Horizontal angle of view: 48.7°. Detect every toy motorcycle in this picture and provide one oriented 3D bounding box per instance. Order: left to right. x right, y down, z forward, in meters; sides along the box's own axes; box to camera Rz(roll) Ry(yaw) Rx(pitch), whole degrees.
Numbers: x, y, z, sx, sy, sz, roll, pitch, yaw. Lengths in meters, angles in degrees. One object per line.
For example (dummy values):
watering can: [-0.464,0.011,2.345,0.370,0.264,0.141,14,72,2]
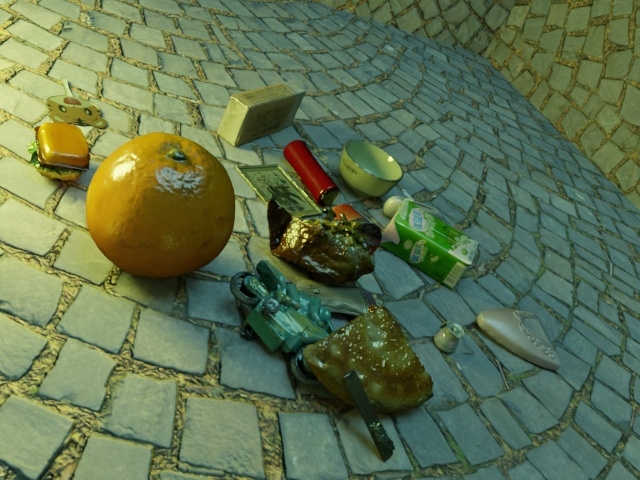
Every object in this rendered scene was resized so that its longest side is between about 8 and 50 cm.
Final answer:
toy motorcycle: [-0.061,0.164,1.527,0.296,0.109,0.198,47,39,10]

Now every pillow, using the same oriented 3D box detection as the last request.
pillow: [0.040,0.140,1.712,0.232,0.038,0.131,13,30,-22]

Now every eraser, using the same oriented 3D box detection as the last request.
eraser: [-0.176,-0.401,2.197,0.078,0.144,0.343,36,32,13]
eraser: [0.538,0.243,1.943,0.243,0.059,0.204,20,33,-23]

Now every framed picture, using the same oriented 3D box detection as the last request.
framed picture: [-0.117,-0.142,2.004,0.173,0.010,0.231,-10,50,-46]

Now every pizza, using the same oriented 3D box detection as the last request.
pizza: [0.111,0.248,1.498,0.335,0.086,0.226,22,63,-28]

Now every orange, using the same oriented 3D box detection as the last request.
orange: [-0.328,-0.071,1.476,0.312,0.312,0.312,21,33,-14]

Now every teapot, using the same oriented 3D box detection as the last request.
teapot: [0.323,0.235,1.781,0.064,0.064,0.083,17,34,-21]

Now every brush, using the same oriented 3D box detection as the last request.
brush: [0.100,0.346,1.395,0.034,0.027,0.190,-27,93,-36]

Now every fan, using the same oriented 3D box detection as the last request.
fan: [-0.665,-0.371,1.888,0.152,0.008,0.227,0,43,-37]

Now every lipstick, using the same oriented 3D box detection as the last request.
lipstick: [-0.028,-0.201,2.096,0.080,0.080,0.241,-1,43,-39]

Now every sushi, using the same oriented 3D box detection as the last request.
sushi: [0.003,0.001,1.749,0.296,0.179,0.167,25,-1,7]

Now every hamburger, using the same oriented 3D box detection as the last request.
hamburger: [-0.604,-0.202,1.629,0.137,0.087,0.166,7,37,-30]

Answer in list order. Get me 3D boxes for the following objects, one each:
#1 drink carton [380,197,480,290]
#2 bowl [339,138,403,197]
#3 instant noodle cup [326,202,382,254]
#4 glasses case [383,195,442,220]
drink carton: [0.320,0.007,2.054,0.271,0.108,0.161,32,32,3]
bowl: [0.145,-0.212,2.217,0.211,0.112,0.211,20,34,-14]
instant noodle cup: [0.081,-0.030,1.918,0.127,0.127,0.136,6,30,-33]
glasses case: [0.286,-0.084,2.186,0.193,0.074,0.049,16,38,-20]
